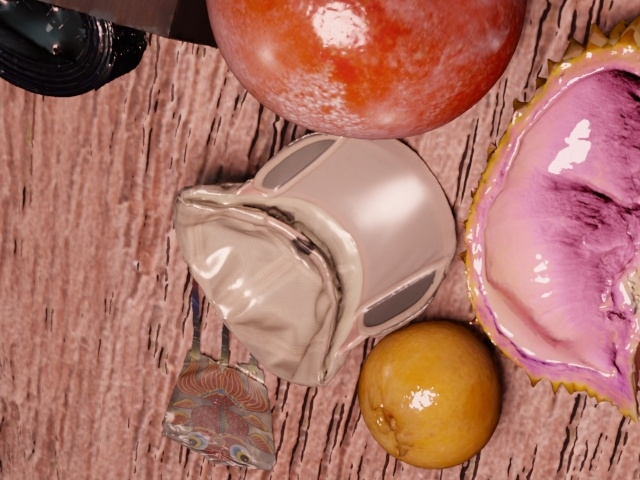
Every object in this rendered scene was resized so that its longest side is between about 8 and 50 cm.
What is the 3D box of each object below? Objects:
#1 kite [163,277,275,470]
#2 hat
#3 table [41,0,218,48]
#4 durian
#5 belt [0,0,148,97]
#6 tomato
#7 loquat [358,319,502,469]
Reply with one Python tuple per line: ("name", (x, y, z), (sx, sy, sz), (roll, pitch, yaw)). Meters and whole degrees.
("kite", (-0.101, 0.123, 1.951), (0.127, 0.016, 0.229), (10, 114, 18))
("hat", (0.000, 0.000, 1.821), (0.226, 0.164, 0.219), (-34, 92, -7))
("table", (-0.160, -0.280, 1.681), (0.169, 0.172, 0.193), (17, 96, 11))
("durian", (0.227, -0.032, 1.683), (0.191, 0.112, 0.341), (17, 108, 29))
("belt", (-0.260, -0.220, 1.851), (0.198, 0.078, 0.151), (27, 121, 15))
("tomato", (0.031, -0.200, 1.614), (0.270, 0.270, 0.227), (39, 130, 7))
("loquat", (0.099, 0.141, 1.793), (0.141, 0.141, 0.141), (9, 114, 22))
